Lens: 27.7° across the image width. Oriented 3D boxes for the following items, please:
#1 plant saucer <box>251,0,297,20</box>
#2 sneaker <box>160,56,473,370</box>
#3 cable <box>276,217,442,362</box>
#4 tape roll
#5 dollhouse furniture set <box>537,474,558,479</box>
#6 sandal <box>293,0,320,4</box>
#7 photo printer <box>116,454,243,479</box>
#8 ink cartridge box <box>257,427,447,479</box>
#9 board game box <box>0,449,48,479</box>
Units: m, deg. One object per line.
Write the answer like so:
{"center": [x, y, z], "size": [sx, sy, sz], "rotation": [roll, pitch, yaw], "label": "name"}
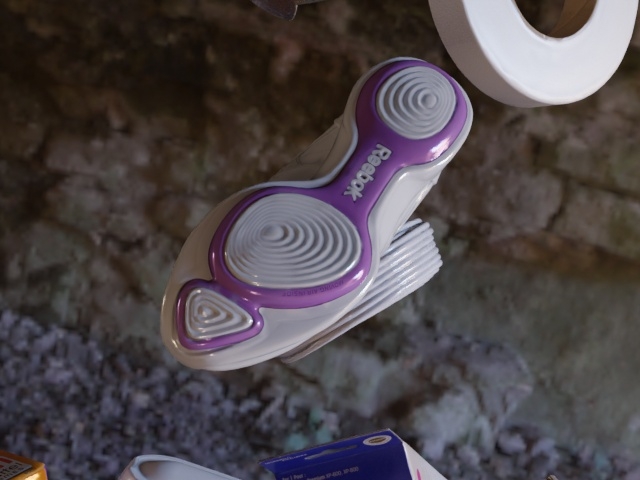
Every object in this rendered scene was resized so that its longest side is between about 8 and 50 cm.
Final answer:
{"center": [-0.087, -0.418, 1.582], "size": [0.050, 0.311, 0.310], "rotation": [-12, 21, -9], "label": "plant saucer"}
{"center": [0.000, 0.000, 0.936], "size": [0.114, 0.152, 0.305], "rotation": [41, 57, 8], "label": "sneaker"}
{"center": [0.037, 0.061, 1.634], "size": [0.257, 0.089, 0.257], "rotation": [-29, -4, -15], "label": "cable"}
{"center": [0.314, -0.390, 1.889], "size": [0.392, 0.392, 0.072], "rotation": [-1, 1, -37], "label": "tape roll"}
{"center": [0.323, 0.456, 1.780], "size": [0.161, 0.212, 0.242], "rotation": [-2, 41, -44], "label": "dollhouse furniture set"}
{"center": [0.057, -0.267, 1.113], "size": [0.240, 0.079, 0.088], "rotation": [-8, 8, 44], "label": "sandal"}
{"center": [-0.114, 0.386, 1.441], "size": [0.307, 0.256, 0.107], "rotation": [19, 17, 3], "label": "photo printer"}
{"center": [0.065, 0.338, 1.715], "size": [0.175, 0.069, 0.371], "rotation": [-16, -29, 13], "label": "ink cartridge box"}
{"center": [-0.484, 0.408, 1.243], "size": [0.356, 0.357, 0.356], "rotation": [7, 19, 38], "label": "board game box"}
